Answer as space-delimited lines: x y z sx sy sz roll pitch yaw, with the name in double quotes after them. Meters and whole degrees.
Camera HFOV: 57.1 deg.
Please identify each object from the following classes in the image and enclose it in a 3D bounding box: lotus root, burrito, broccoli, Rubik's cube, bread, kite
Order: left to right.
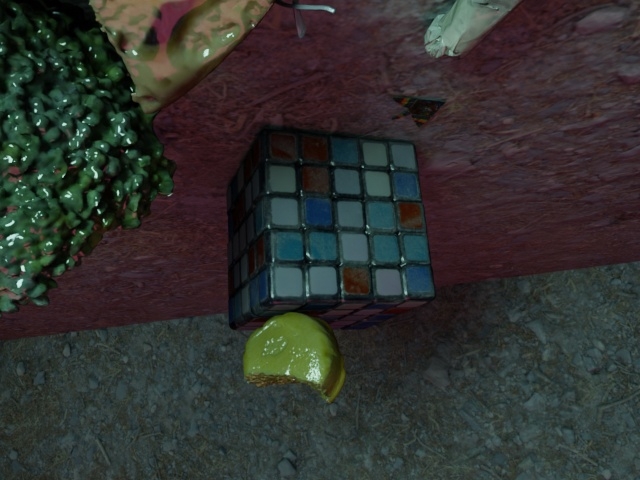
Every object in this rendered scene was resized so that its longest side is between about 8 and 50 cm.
-0.319 -0.074 0.605 0.293 0.348 0.280 16 165 -39 "broccoli"
-0.116 -0.228 0.463 0.170 0.075 0.261 -17 143 1 "lotus root"
-0.037 0.170 0.894 0.156 0.125 0.086 5 161 25 "bread"
0.000 0.000 1.044 0.286 0.292 0.293 2 164 -21 "Rubik's cube"
0.148 -0.200 0.897 0.090 0.004 0.122 -14 162 31 "kite"
0.177 -0.254 0.615 0.064 0.064 0.203 3 162 -24 "burrito"

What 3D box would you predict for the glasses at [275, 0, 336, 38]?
-0.027 -0.240 0.521 0.062 0.104 0.140 3 166 -31 "glasses"
